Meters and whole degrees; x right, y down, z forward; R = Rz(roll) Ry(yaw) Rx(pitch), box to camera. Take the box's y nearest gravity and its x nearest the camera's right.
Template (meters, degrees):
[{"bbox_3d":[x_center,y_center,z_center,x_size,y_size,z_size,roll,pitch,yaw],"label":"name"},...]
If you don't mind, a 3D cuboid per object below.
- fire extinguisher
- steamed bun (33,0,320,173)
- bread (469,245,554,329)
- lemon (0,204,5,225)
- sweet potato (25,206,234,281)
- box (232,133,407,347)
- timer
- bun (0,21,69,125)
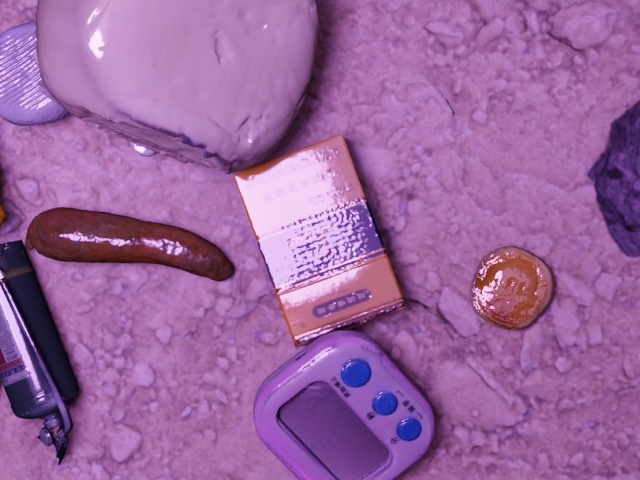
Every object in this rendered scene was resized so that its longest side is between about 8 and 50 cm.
[{"bbox_3d":[-0.377,0.150,1.444,0.093,0.118,0.294,-20,89,-38],"label":"fire extinguisher"},{"bbox_3d":[-0.177,-0.256,1.356,0.334,0.233,0.311,33,78,-37],"label":"steamed bun"},{"bbox_3d":[0.246,0.062,1.442,0.110,0.024,0.110,0,91,3],"label":"bread"},{"bbox_3d":[-0.507,-0.077,1.408,0.244,0.187,0.186,29,92,6],"label":"lemon"},{"bbox_3d":[-0.246,0.002,1.452,0.274,0.075,0.075,8,91,-1],"label":"sweet potato"},{"bbox_3d":[0.000,0.000,1.437,0.152,0.070,0.237,-20,87,3],"label":"box"},{"bbox_3d":[0.030,0.221,1.412,0.191,0.069,0.208,-39,109,7],"label":"timer"},{"bbox_3d":[-0.368,-0.211,1.451,0.141,0.083,0.140,-1,80,5],"label":"bun"}]
